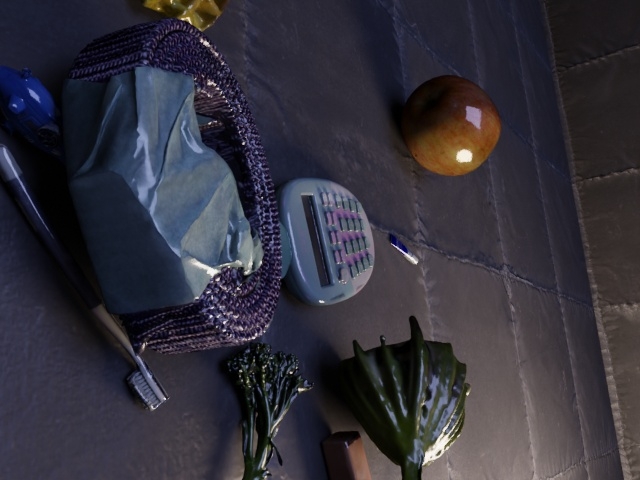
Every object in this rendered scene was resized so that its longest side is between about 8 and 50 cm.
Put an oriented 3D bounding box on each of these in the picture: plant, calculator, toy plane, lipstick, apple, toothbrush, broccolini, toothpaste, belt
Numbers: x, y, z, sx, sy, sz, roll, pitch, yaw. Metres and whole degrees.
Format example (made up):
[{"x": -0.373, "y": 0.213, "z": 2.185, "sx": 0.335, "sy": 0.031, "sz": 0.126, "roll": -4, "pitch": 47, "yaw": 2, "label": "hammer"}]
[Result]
[{"x": 0.140, "y": 0.261, "z": 0.796, "sx": 0.251, "sy": 0.180, "sz": 0.333, "roll": 48, "pitch": 11, "yaw": -24, "label": "plant"}, {"x": 0.000, "y": 0.000, "z": 0.901, "sx": 0.299, "sy": 0.041, "sz": 0.185, "roll": -10, "pitch": 87, "yaw": -59, "label": "calculator"}, {"x": -0.239, "y": -0.086, "z": 0.567, "sx": 0.054, "sy": 0.062, "sz": 0.167, "roll": -82, "pitch": 150, "yaw": -47, "label": "toy plane"}, {"x": 0.045, "y": 0.335, "z": 0.841, "sx": 0.045, "sy": 0.045, "sz": 0.145, "roll": -13, "pitch": 89, "yaw": -59, "label": "lipstick"}, {"x": 0.253, "y": -0.227, "z": 1.228, "sx": 0.174, "sy": 0.188, "sz": 0.188, "roll": 35, "pitch": 51, "yaw": -40, "label": "apple"}, {"x": -0.222, "y": 0.042, "z": 0.576, "sx": 0.026, "sy": 0.024, "sz": 0.288, "roll": -41, "pitch": 114, "yaw": -38, "label": "toothbrush"}, {"x": -0.093, "y": 0.220, "z": 0.681, "sx": 0.123, "sy": 0.062, "sz": 0.271, "roll": 50, "pitch": 43, "yaw": -19, "label": "broccolini"}, {"x": 0.153, "y": 0.018, "z": 1.146, "sx": 0.083, "sy": 0.015, "sz": 0.024, "roll": 41, "pitch": 39, "yaw": -35, "label": "toothpaste"}, {"x": -0.130, "y": -0.048, "z": 0.615, "sx": 0.260, "sy": 0.122, "sz": 0.325, "roll": -48, "pitch": 127, "yaw": -68, "label": "belt"}]

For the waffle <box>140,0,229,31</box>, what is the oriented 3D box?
[{"x": -0.189, "y": -0.376, "z": 0.744, "sx": 0.219, "sy": 0.057, "sz": 0.229, "roll": 47, "pitch": 44, "yaw": -36, "label": "waffle"}]
